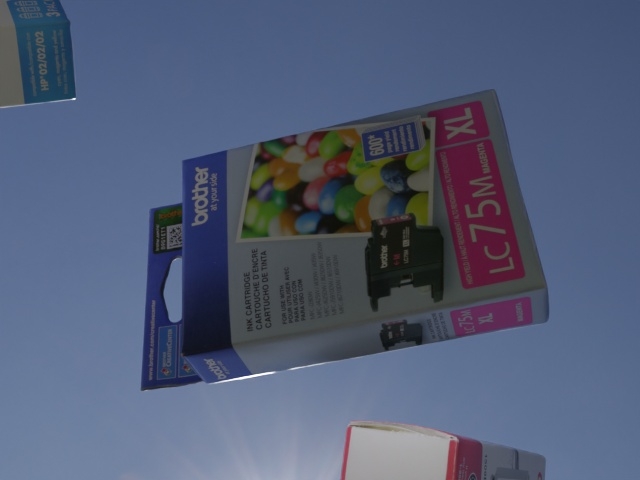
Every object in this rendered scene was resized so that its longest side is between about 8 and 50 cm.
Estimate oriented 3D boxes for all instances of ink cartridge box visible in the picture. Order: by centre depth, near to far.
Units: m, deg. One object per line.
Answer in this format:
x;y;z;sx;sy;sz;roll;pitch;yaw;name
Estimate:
-0.268;-0.135;0.573;0.104;0.181;0.061;-126;-147;-44;ink cartridge box
0.000;0.000;0.653;0.311;0.065;0.185;-13;-125;11;ink cartridge box
0.127;0.299;0.848;0.117;0.283;0.207;-1;-106;31;ink cartridge box
